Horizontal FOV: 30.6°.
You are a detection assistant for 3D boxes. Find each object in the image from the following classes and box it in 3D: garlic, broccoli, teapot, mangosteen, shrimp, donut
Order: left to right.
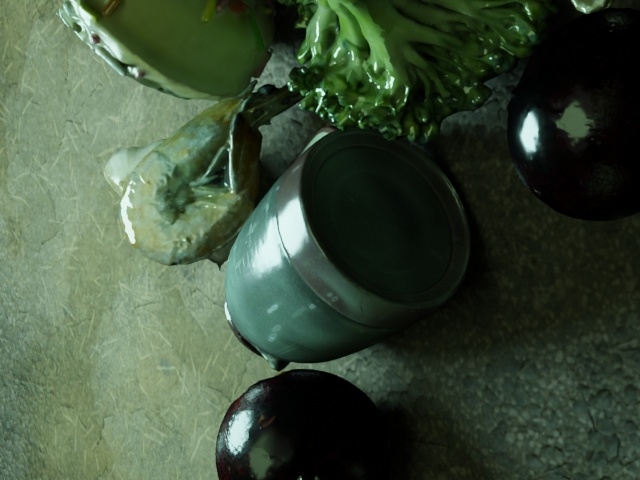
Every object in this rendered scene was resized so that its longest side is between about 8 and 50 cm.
[{"bbox_3d":[-0.188,-0.322,1.494,0.150,0.307,0.371,-43,30,21],"label":"donut"},{"bbox_3d":[-0.194,-0.069,1.669,0.229,0.178,0.143,32,87,19],"label":"garlic"},{"bbox_3d":[-0.129,-0.092,1.540,0.317,0.077,0.168,-39,79,6],"label":"shrimp"},{"bbox_3d":[-0.027,0.260,1.499,0.265,0.228,0.228,-118,37,-66],"label":"mangosteen"},{"bbox_3d":[0.000,0.000,1.441,0.312,0.233,0.315,-39,40,48],"label":"teapot"},{"bbox_3d":[0.092,-0.286,1.291,0.272,0.324,0.334,76,168,-71],"label":"broccoli"},{"bbox_3d":[0.305,-0.111,1.123,0.250,0.211,0.211,19,112,11],"label":"mangosteen"}]

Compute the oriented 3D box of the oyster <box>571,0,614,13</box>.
[{"bbox_3d":[0.254,-0.379,1.149,0.166,0.110,0.341,-58,38,38],"label":"oyster"}]
